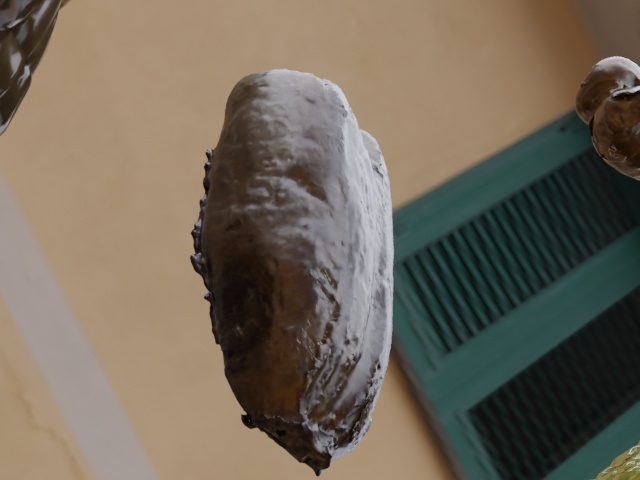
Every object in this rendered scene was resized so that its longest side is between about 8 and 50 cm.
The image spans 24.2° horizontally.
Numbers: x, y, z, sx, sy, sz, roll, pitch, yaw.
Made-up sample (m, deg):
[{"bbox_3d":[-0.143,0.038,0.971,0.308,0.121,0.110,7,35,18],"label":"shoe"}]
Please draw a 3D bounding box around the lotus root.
[{"bbox_3d":[0.000,0.000,0.990,0.167,0.329,0.078,32,-53,-29],"label":"lotus root"}]

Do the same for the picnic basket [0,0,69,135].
[{"bbox_3d":[-0.214,-0.256,0.711,0.337,0.293,0.337,-169,-90,-68],"label":"picnic basket"}]

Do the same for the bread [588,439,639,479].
[{"bbox_3d":[0.352,0.261,1.084,0.348,0.348,0.307,-38,-103,51],"label":"bread"}]

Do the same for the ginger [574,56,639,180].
[{"bbox_3d":[0.249,-0.078,1.122,0.073,0.162,0.103,-54,-145,18],"label":"ginger"}]
